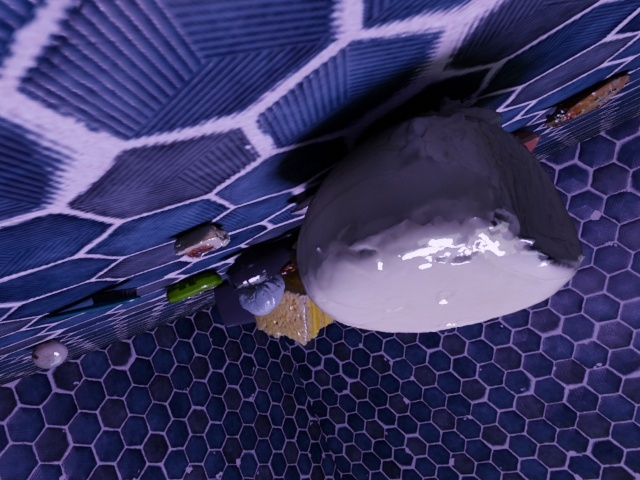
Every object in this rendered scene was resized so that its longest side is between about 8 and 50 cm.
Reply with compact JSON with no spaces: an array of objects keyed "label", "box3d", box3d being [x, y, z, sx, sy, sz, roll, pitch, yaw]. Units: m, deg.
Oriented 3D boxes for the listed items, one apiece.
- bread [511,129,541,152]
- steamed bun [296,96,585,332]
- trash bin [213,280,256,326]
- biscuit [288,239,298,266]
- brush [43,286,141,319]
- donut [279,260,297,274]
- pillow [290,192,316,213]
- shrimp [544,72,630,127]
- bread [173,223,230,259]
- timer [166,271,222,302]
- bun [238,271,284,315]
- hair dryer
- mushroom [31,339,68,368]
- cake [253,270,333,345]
[{"label":"bread","box3d":[0.404,-0.192,1.001,0.192,0.067,0.119,-23,175,0]},{"label":"steamed bun","box3d":[0.128,-0.023,0.554,0.311,0.233,0.333,-26,142,35]},{"label":"trash bin","box3d":[-0.243,0.210,1.614,0.290,0.210,0.182,-19,178,25]},{"label":"biscuit","box3d":[0.000,0.000,1.055,0.188,0.052,0.056,-35,148,-36]},{"label":"brush","box3d":[-0.425,0.116,0.788,0.193,0.032,0.043,-12,-179,7]},{"label":"donut","box3d":[-0.020,0.020,1.231,0.235,0.089,0.235,-23,174,-2]},{"label":"pillow","box3d":[0.063,-0.091,0.704,0.232,0.038,0.130,-24,177,17]},{"label":"shrimp","box3d":[0.522,-0.276,0.843,0.184,0.043,0.091,-30,167,6]},{"label":"bread","box3d":[-0.176,0.002,0.637,0.070,0.035,0.083,-24,172,-3]},{"label":"timer","box3d":[-0.335,0.122,1.137,0.140,0.047,0.128,-23,177,-3]},{"label":"bun","box3d":[-0.170,0.134,1.181,0.140,0.141,0.083,-25,141,22]},{"label":"hair dryer","box3d":[-0.162,0.046,1.125,0.235,0.091,0.271,-32,-168,-24]},{"label":"mushroom","box3d":[-0.744,0.306,1.173,0.085,0.085,0.079,-21,-144,-20]},{"label":"cake","box3d":[-0.057,0.166,1.404,0.222,0.228,0.286,16,-146,29]}]
